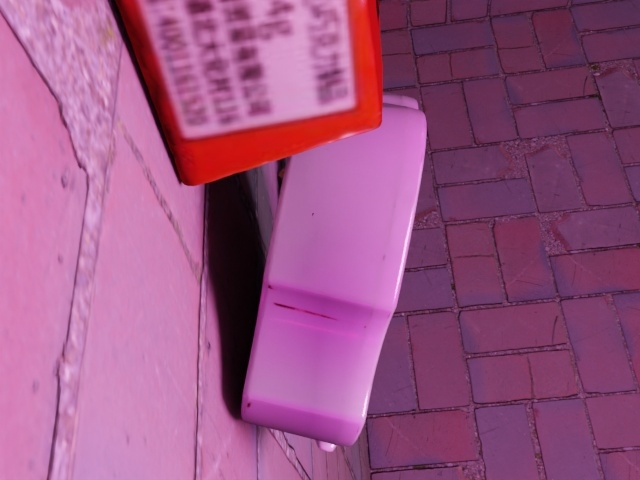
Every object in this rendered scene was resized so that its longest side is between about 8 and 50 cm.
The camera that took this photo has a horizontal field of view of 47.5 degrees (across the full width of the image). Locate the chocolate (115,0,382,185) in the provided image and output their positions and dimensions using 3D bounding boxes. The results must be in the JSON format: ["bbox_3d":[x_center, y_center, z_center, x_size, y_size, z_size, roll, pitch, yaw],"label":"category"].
[{"bbox_3d":[-0.047,-0.275,0.494,0.360,0.162,0.341,79,10,-48],"label":"chocolate"}]

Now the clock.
[{"bbox_3d":[0.006,0.019,0.681,0.338,0.102,0.338,-168,-90,-89],"label":"clock"}]

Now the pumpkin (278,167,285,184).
[{"bbox_3d":[0.027,-0.062,1.062,0.260,0.190,0.260,-167,-90,-83],"label":"pumpkin"}]
